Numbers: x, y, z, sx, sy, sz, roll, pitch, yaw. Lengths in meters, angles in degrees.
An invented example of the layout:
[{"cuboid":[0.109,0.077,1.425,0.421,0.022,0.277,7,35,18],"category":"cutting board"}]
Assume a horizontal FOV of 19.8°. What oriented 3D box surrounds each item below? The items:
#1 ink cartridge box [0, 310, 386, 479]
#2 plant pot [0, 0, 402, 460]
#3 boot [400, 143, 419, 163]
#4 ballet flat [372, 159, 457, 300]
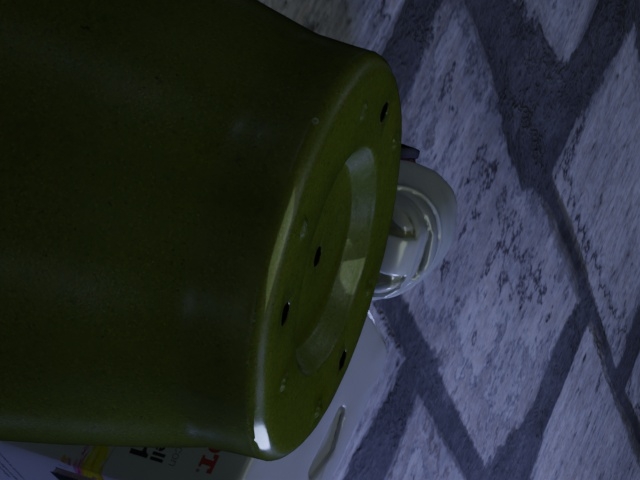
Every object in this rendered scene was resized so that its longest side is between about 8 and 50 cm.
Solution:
[{"cuboid":[-0.121,0.100,1.337,0.201,0.278,0.117,-64,150,-24],"category":"ink cartridge box"},{"cuboid":[-0.150,-0.031,1.068,0.366,0.353,0.366,15,90,-76],"category":"plant pot"},{"cuboid":[-0.005,0.045,1.728,0.264,0.096,0.280,-25,124,-57],"category":"boot"},{"cuboid":[0.000,0.000,1.553,0.400,0.139,0.139,3,100,-42],"category":"ballet flat"}]
